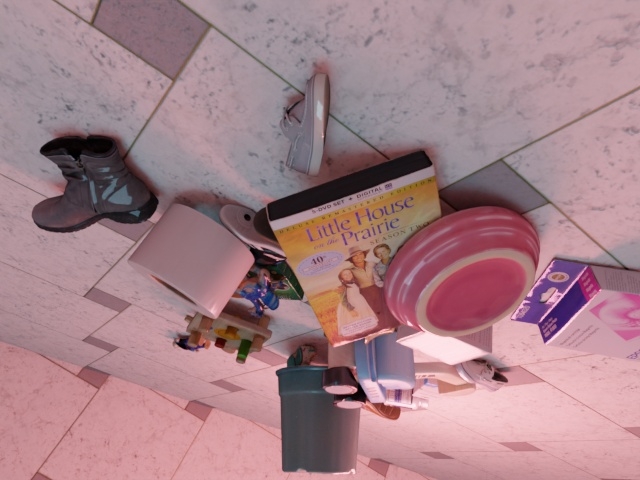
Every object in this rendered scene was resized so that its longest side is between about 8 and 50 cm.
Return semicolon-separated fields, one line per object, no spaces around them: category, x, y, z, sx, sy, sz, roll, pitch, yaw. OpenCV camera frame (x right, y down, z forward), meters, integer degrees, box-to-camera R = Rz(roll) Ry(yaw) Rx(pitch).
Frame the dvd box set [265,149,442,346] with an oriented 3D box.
dvd box set;0.105;0.042;0.980;0.308;0.062;0.420;-19;133;3

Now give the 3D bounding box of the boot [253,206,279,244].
boot;0.000;0.000;1.074;0.305;0.112;0.115;11;154;-1

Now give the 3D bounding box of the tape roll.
tape roll;-0.302;0.051;1.139;0.246;0.169;0.246;29;161;11

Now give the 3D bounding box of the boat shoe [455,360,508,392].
boat shoe;0.523;0.422;1.556;0.226;0.083;0.076;30;126;-34

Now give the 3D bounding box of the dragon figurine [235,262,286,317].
dragon figurine;-0.141;0.127;1.255;0.144;0.085;0.289;28;148;-21

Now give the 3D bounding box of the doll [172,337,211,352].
doll;-0.544;0.431;1.994;0.189;0.046;0.129;-9;140;31

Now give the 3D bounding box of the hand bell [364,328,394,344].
hand bell;0.241;0.226;1.346;0.242;0.126;0.126;-2;146;4

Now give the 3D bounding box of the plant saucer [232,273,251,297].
plant saucer;-0.269;0.118;1.416;0.200;0.037;0.200;10;147;6

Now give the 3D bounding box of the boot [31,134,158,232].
boot;-0.558;-0.136;1.090;0.338;0.118;0.222;-8;140;13

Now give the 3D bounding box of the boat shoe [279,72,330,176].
boat shoe;-0.030;-0.188;0.814;0.081;0.079;0.227;9;151;0

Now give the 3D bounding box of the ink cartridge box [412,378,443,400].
ink cartridge box;0.412;0.530;1.762;0.104;0.060;0.180;15;147;-2

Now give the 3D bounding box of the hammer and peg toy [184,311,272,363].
hammer and peg toy;-0.348;0.335;1.694;0.266;0.127;0.361;24;146;-15

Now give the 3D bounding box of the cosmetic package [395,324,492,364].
cosmetic package;0.314;0.203;1.215;0.184;0.151;0.151;25;146;-16

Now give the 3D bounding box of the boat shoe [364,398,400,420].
boat shoe;0.200;0.650;2.000;0.307;0.110;0.104;39;145;-18

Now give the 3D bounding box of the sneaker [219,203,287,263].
sneaker;-0.166;0.001;1.156;0.217;0.079;0.121;29;144;-24

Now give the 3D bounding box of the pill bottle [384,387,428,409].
pill bottle;0.337;0.607;1.878;0.169;0.094;0.094;4;146;15

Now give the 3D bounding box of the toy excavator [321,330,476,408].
toy excavator;0.260;0.411;1.529;0.445;0.222;0.433;-6;145;14

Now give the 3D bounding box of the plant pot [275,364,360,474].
plant pot;-0.001;0.638;1.695;0.341;0.334;0.341;2;154;1

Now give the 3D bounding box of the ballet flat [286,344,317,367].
ballet flat;-0.066;0.455;1.820;0.077;0.091;0.241;-4;157;-20

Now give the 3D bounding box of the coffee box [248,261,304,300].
coffee box;-0.127;0.106;1.338;0.113;0.040;0.184;-2;144;24

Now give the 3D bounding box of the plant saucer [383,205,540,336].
plant saucer;0.296;0.085;0.970;0.332;0.084;0.332;-9;132;-10

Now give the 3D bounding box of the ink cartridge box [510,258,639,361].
ink cartridge box;0.656;0.174;1.119;0.330;0.071;0.324;8;148;8
